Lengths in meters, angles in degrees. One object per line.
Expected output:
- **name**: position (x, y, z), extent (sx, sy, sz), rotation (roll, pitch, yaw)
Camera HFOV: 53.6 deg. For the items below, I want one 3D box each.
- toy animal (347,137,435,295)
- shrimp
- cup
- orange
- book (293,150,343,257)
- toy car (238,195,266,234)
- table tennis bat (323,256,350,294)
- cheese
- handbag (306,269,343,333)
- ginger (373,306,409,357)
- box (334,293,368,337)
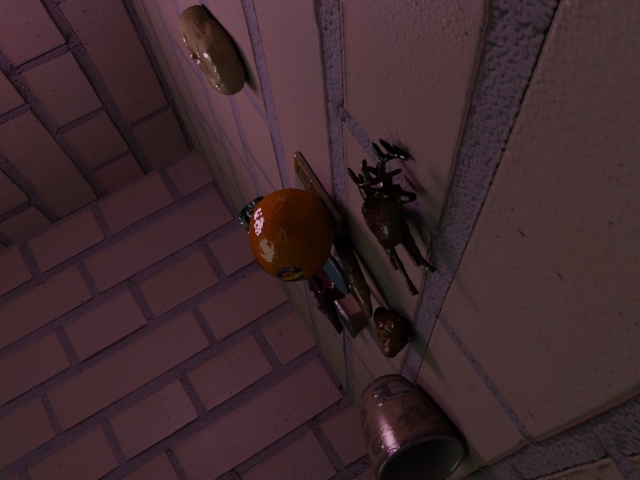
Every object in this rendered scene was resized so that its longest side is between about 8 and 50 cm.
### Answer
- **toy animal**: position (0.102, -0.039, 1.033), extent (0.260, 0.087, 0.243), rotation (60, 169, -17)
- **shrimp**: position (0.085, 0.088, 1.563), extent (0.152, 0.046, 0.219), rotation (73, 175, -83)
- **cup**: position (0.241, 0.492, 1.644), extent (0.301, 0.227, 0.257), rotation (32, -158, -34)
- **orange**: position (-0.066, -0.013, 1.479), extent (0.219, 0.193, 0.219), rotation (54, -158, -33)
- **book**: position (-0.009, -0.084, 1.635), extent (0.208, 0.020, 0.295), rotation (57, 170, 14)
- **toy car**: position (-0.179, -0.016, 2.360), extent (0.306, 0.136, 0.125), rotation (55, -178, 19)
- **table tennis bat**: position (0.012, 0.060, 1.898), extent (0.244, 0.040, 0.153), rotation (53, 167, 17)
- **cheese**: position (-0.282, -0.485, 1.642), extent (0.263, 0.093, 0.159), rotation (52, 168, 36)
- **handbag**: position (0.021, 0.182, 2.097), extent (0.216, 0.074, 0.203), rotation (47, 164, 58)
- **ginger**: position (0.167, 0.213, 1.473), extent (0.162, 0.073, 0.103), rotation (-104, 2, -80)
- **box**: position (0.093, 0.221, 1.880), extent (0.089, 0.062, 0.122), rotation (53, 167, 37)
